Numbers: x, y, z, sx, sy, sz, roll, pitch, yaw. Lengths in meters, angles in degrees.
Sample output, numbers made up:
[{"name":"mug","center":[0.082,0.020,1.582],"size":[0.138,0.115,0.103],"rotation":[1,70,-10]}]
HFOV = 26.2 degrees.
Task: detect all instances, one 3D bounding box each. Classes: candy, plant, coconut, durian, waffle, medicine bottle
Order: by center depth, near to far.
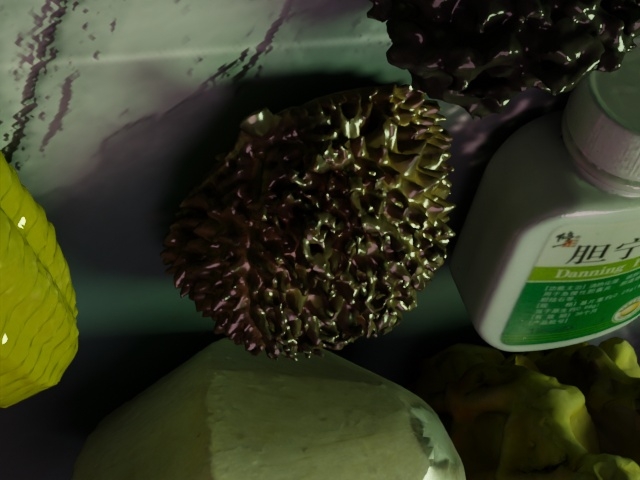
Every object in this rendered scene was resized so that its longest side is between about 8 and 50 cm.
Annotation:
[{"name":"plant","center":[0.104,-0.102,0.533],"size":[0.174,0.087,0.085],"rotation":[-23,125,-6]},{"name":"candy","center":[-0.148,0.022,0.553],"size":[0.106,0.094,0.199],"rotation":[-27,156,-2]},{"name":"durian","center":[0.000,0.000,0.610],"size":[0.148,0.091,0.188],"rotation":[-23,148,2]},{"name":"medicine bottle","center":[0.138,-0.019,0.691],"size":[0.119,0.069,0.183],"rotation":[-10,147,-16]},{"name":"coconut","center":[-0.020,0.150,0.732],"size":[0.222,0.202,0.202],"rotation":[-32,149,27]},{"name":"waffle","center":[0.124,0.209,0.843],"size":[0.151,0.261,0.324],"rotation":[0,131,-31]}]
